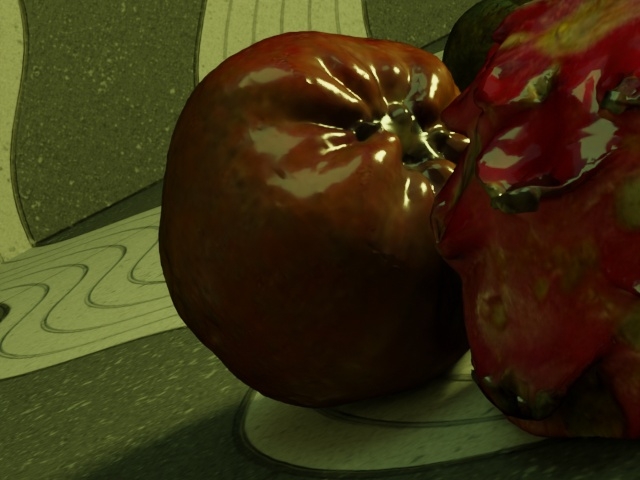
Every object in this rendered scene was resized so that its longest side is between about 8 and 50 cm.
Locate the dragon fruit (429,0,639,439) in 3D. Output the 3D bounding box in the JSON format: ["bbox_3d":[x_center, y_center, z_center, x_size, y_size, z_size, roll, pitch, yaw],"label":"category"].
[{"bbox_3d":[0.232,-0.056,1.025,0.386,0.249,0.371,-23,14,21],"label":"dragon fruit"}]

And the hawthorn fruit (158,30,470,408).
[{"bbox_3d":[0.000,0.000,1.261,0.298,0.277,0.277,-41,-4,41],"label":"hawthorn fruit"}]

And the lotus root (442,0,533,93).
[{"bbox_3d":[0.252,-0.235,2.129,0.160,0.152,0.275,-40,14,-27],"label":"lotus root"}]
